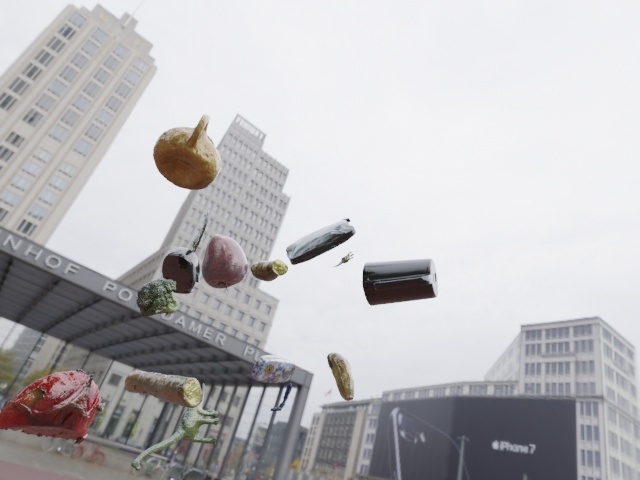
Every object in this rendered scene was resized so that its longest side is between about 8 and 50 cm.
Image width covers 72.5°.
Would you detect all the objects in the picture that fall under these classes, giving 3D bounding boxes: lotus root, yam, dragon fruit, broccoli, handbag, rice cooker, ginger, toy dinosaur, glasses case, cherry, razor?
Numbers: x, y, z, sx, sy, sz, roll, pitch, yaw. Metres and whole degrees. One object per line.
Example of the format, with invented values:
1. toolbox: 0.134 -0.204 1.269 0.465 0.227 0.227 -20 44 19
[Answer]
1. lotus root: 0.104 0.629 2.037 0.097 0.259 0.110 -16 -46 -6
2. yam: -0.387 0.356 1.061 0.299 0.066 0.066 -10 -39 42
3. dragon fruit: -0.997 0.634 1.674 0.100 0.283 0.343 4 -23 45
4. broccoli: -0.550 0.197 1.481 0.137 0.146 0.162 34 -25 -23
5. handbag: 0.003 -0.001 1.921 0.075 0.332 0.191 64 -5 -20
6. rice cooker: -0.559 0.123 1.763 0.142 0.118 0.203 6 -58 2
7. ginger: -0.285 0.165 2.383 0.109 0.117 0.262 16 -18 -38
8. toy dinosaur: -0.547 0.699 1.671 0.300 0.087 0.447 9 16 -21
9. glasses case: -0.159 0.453 1.534 0.065 0.087 0.248 23 -7 28
10. toy dinosaur: 0.088 0.069 1.569 0.026 0.113 0.041 55 -41 4
11. cherry: -0.494 0.113 2.235 0.221 0.308 0.261 -3 -16 -45
12. razor: -0.137 0.590 1.630 0.044 0.154 0.028 -10 -74 20

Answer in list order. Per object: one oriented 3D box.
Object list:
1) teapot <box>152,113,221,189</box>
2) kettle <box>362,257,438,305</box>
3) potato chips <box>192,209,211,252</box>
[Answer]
1. teapot: -0.394 -0.278 1.345 0.203 0.167 0.311 26 -39 -13
2. kettle: 0.351 0.168 1.949 0.307 0.203 0.262 -8 -32 24
3. potato chips: -0.510 -0.022 1.844 0.029 0.202 0.220 20 -61 -18
